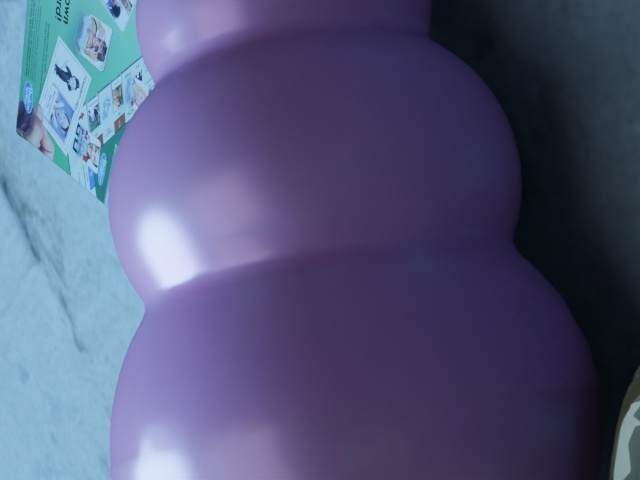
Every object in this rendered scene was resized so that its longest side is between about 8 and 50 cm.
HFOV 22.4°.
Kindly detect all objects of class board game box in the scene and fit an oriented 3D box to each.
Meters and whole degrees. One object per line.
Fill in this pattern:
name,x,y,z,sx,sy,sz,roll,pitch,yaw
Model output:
board game box,-0.080,-0.156,0.857,0.213,0.046,0.317,37,128,38

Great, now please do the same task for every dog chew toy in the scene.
dog chew toy,0.000,0.000,0.691,0.206,0.206,0.332,-23,74,52

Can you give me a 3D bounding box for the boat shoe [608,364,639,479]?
boat shoe,0.165,0.178,0.612,0.092,0.102,0.285,12,105,55
